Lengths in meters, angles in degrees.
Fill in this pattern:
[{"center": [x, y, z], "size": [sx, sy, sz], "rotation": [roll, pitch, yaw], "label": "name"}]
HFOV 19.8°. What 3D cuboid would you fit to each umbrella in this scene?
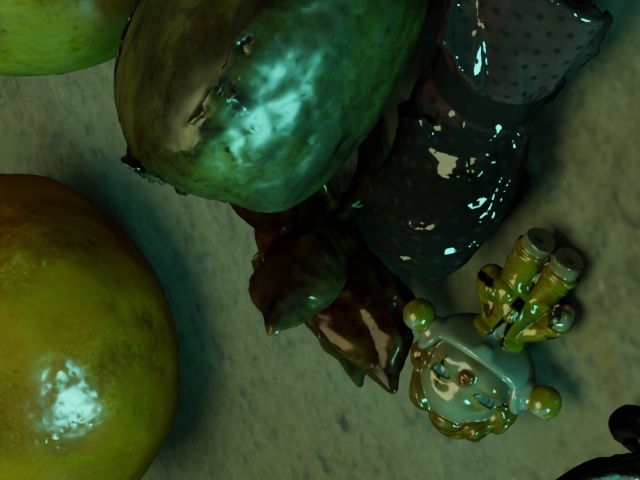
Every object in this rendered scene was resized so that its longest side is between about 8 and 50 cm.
[{"center": [0.100, -0.104, 0.985], "size": [0.090, 0.094, 0.326], "rotation": [-80, 8, -46], "label": "umbrella"}]

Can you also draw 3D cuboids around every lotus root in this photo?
[{"center": [-0.011, -0.147, 1.009], "size": [0.160, 0.152, 0.275], "rotation": [29, 100, 55], "label": "lotus root"}]

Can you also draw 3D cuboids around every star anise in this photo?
[{"center": [-0.003, 0.005, 1.140], "size": [0.196, 0.111, 0.212], "rotation": [-99, -1, -45], "label": "star anise"}]

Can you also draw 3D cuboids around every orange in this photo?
[{"center": [-0.241, 0.086, 1.397], "size": [0.284, 0.226, 0.284], "rotation": [26, 129, 37], "label": "orange"}]

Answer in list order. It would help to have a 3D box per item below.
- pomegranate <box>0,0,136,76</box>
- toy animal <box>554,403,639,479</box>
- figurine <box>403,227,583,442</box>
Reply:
[{"center": [-0.180, -0.233, 1.172], "size": [0.260, 0.260, 0.260], "rotation": [26, 125, 44], "label": "pomegranate"}, {"center": [0.190, 0.110, 0.940], "size": [0.160, 0.272, 0.197], "rotation": [26, 164, 24], "label": "toy animal"}, {"center": [0.099, 0.054, 1.075], "size": [0.101, 0.068, 0.143], "rotation": [14, 118, 21], "label": "figurine"}]
